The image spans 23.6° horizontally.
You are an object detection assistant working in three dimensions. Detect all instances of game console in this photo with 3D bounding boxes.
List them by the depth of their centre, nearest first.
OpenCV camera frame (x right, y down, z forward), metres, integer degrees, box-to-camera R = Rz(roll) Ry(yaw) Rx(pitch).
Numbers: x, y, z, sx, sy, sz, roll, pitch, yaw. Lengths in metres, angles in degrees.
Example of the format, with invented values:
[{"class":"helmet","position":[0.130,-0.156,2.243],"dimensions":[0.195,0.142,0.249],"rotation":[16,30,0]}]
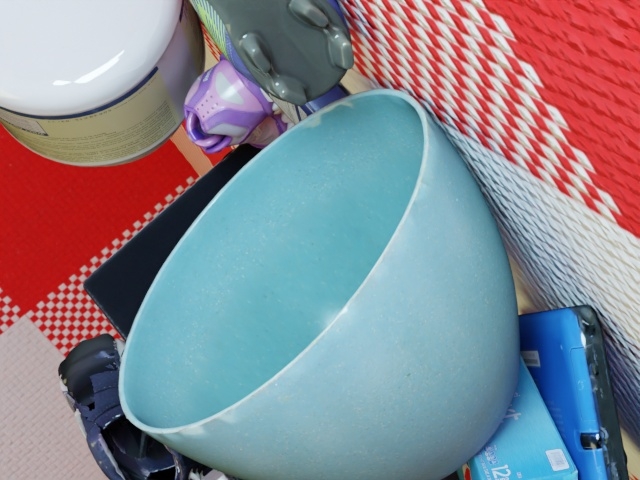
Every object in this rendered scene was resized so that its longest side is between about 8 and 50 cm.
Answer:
[{"class":"game console","position":[0.258,0.166,1.162],"dimensions":[0.293,0.173,0.250],"rotation":[129,132,-84]}]

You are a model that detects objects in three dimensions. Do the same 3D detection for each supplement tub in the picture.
[{"class":"supplement tub","position":[-0.238,-0.204,1.519],"dimensions":[0.235,0.235,0.325],"rotation":[49,174,8]}]

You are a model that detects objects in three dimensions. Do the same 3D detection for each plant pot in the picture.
[{"class":"plant pot","position":[0.027,0.067,1.082],"dimensions":[0.195,0.290,0.290],"rotation":[42,178,-24]}]

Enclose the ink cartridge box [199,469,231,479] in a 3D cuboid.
[{"class":"ink cartridge box","position":[-0.074,0.287,1.465],"dimensions":[0.135,0.056,0.099],"rotation":[51,173,-2]}]

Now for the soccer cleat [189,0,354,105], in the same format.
[{"class":"soccer cleat","position":[-0.075,-0.204,0.973],"dimensions":[0.289,0.093,0.121],"rotation":[55,179,-39]}]

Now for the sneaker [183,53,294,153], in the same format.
[{"class":"sneaker","position":[-0.088,-0.129,1.525],"dimensions":[0.095,0.104,0.236],"rotation":[48,176,6]}]

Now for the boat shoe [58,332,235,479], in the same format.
[{"class":"boat shoe","position":[-0.175,0.269,1.727],"dimensions":[0.340,0.127,0.158],"rotation":[54,-178,-33]}]

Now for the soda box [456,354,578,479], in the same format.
[{"class":"soda box","position":[0.133,0.144,1.148],"dimensions":[0.210,0.067,0.071],"rotation":[-105,7,-62]}]

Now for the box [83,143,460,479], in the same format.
[{"class":"box","position":[0.053,0.203,1.704],"dimensions":[0.480,0.297,0.472],"rotation":[45,175,39]}]

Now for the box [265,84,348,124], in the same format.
[{"class":"box","position":[-0.001,-0.110,1.304],"dimensions":[0.225,0.036,0.136],"rotation":[50,175,12]}]
